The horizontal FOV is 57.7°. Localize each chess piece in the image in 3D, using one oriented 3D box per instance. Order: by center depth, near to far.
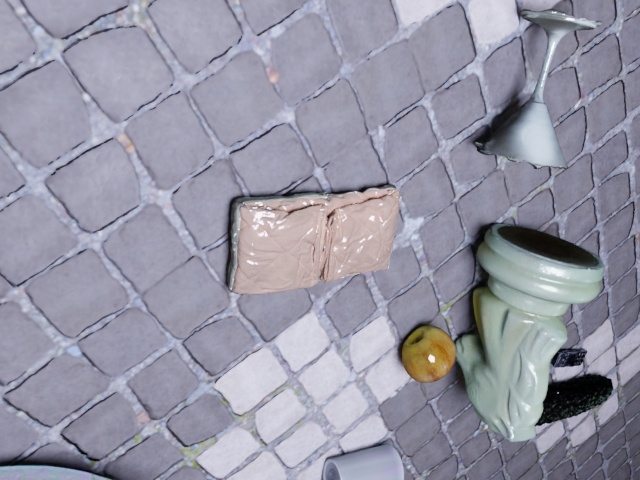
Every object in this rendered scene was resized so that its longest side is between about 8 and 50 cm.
[{"bbox_3d":[0.284,0.138,0.859,0.176,0.176,0.297,1,111,-32],"label":"chess piece"}]

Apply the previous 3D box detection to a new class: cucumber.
[{"bbox_3d":[0.481,0.309,1.131,0.300,0.072,0.072,-2,114,-30],"label":"cucumber"}]

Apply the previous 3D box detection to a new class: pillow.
[{"bbox_3d":[0.000,0.000,0.704,0.233,0.043,0.126,-8,123,-31],"label":"pillow"}]

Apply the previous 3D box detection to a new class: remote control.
[{"bbox_3d":[0.483,0.228,1.128,0.096,0.014,0.039,6,110,-35],"label":"remote control"}]

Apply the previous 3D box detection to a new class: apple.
[{"bbox_3d":[0.159,0.167,0.862,0.084,0.084,0.071,-38,101,-9],"label":"apple"}]

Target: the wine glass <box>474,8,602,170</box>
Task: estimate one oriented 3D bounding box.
[{"bbox_3d":[0.278,-0.188,0.730,0.122,0.122,0.182,-1,112,-31],"label":"wine glass"}]

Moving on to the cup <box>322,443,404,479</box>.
[{"bbox_3d":[0.063,0.376,0.923,0.116,0.074,0.104,0,142,-27],"label":"cup"}]

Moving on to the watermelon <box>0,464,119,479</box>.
[{"bbox_3d":[-0.337,0.393,0.610,0.319,0.292,0.222,-42,161,-47],"label":"watermelon"}]
